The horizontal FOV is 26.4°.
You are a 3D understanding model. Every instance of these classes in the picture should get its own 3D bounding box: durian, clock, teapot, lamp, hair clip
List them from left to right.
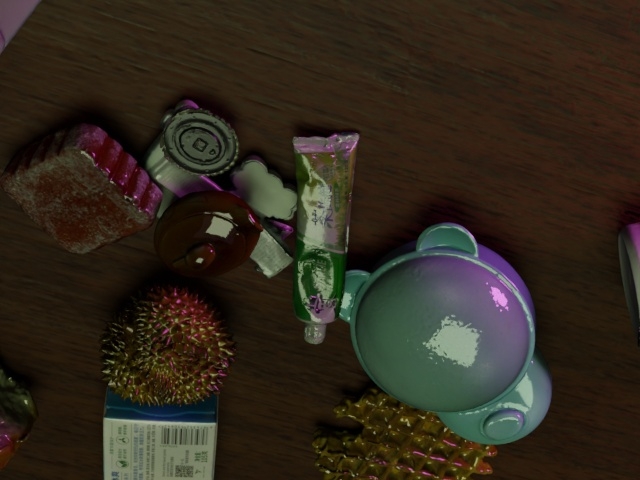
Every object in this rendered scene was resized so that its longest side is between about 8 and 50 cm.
[{"bbox_3d":[-0.178,0.124,1.574,0.158,0.136,0.168,-12,146,34],"label":"durian"},{"bbox_3d":[-0.124,-0.100,1.418,0.083,0.010,0.074,31,114,-19],"label":"clock"},{"bbox_3d":[-0.118,-0.002,1.440,0.129,0.078,0.098,-23,121,24],"label":"teapot"},{"bbox_3d":[-0.114,-0.047,1.481,0.140,0.054,0.220,-34,121,30],"label":"hair clip"},{"bbox_3d":[0.155,0.118,1.560,0.209,0.147,0.284,-27,126,25],"label":"lamp"}]

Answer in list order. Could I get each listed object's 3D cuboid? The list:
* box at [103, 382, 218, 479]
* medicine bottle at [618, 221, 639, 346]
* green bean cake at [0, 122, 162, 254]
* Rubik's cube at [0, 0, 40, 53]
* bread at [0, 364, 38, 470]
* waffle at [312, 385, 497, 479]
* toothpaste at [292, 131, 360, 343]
[{"bbox_3d":[-0.202,0.268,1.725,0.139,0.073,0.194,3,130,-5],"label":"box"},{"bbox_3d":[0.466,0.032,1.501,0.258,0.143,0.143,-9,130,7],"label":"medicine bottle"},{"bbox_3d":[-0.252,-0.056,1.447,0.135,0.056,0.135,-17,129,33],"label":"green bean cake"},{"bbox_3d":[-0.459,-0.243,1.088,0.322,0.316,0.318,0,132,18],"label":"Rubik's cube"},{"bbox_3d":[-0.493,0.233,1.569,0.250,0.279,0.225,-29,111,20],"label":"bread"},{"bbox_3d":[0.108,0.262,1.745,0.232,0.051,0.228,-15,128,10],"label":"waffle"},{"bbox_3d":[0.000,0.000,1.491,0.078,0.047,0.247,-5,115,-19],"label":"toothpaste"}]
